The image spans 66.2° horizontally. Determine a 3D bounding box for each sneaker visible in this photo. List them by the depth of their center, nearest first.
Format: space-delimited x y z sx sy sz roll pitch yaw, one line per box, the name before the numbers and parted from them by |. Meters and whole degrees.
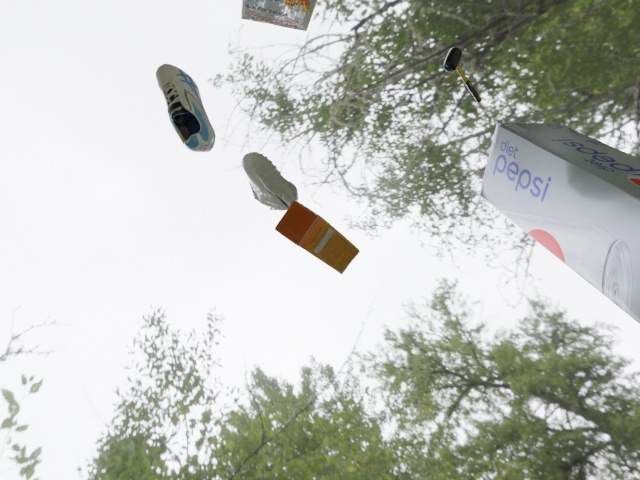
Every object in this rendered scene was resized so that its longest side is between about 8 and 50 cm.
sneaker | -0.308 -0.302 1.091 0.085 0.086 0.237 -33 -104 15
sneaker | -0.146 -0.141 1.279 0.235 0.095 0.090 47 -138 -51

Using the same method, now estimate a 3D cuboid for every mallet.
mallet | 0.410 -0.465 1.386 0.189 0.039 0.062 30 -109 -39

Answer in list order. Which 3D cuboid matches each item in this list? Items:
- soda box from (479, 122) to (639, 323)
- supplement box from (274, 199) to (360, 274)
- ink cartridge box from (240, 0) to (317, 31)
soda box | 0.277 -0.032 0.491 0.091 0.286 0.098 -3 -60 -14
supplement box | 0.000 0.000 1.054 0.080 0.078 0.233 -56 -31 0
ink cartridge box | -0.057 -0.357 0.692 0.104 0.181 0.061 7 -97 -11
